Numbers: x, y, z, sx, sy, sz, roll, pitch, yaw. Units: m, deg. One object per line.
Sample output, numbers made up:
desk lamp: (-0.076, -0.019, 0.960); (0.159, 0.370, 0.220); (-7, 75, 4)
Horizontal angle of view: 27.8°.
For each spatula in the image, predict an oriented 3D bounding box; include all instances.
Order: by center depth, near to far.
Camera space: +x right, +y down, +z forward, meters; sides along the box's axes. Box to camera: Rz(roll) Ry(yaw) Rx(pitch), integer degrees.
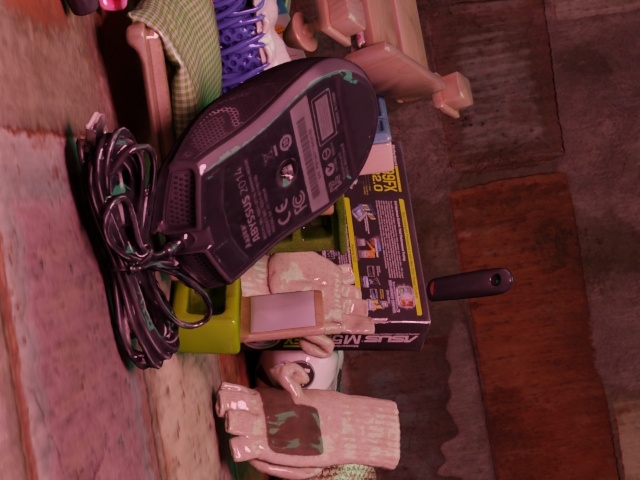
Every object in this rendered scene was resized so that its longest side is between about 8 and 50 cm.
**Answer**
spatula: (0.120, 0.062, 1.494); (0.296, 0.030, 0.084); (-14, -112, 57)

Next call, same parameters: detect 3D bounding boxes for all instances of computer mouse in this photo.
computer mouse: (-0.067, -0.051, 0.928); (0.272, 0.072, 0.188); (-36, 132, -35)

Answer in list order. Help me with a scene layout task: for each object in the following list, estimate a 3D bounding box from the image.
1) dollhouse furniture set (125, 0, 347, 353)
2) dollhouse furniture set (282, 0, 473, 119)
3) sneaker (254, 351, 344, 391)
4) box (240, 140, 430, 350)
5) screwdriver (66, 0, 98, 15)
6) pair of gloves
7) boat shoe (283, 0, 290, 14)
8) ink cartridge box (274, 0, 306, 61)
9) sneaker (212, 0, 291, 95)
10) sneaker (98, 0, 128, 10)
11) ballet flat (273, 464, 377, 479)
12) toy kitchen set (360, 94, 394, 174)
dollhouse furniture set: (-0.058, -0.082, 1.073); (0.197, 0.151, 0.301); (-93, 179, -60)
dollhouse furniture set: (-0.002, -0.307, 1.466); (0.356, 0.174, 0.303); (24, 53, -53)
sneaker: (-0.033, 0.167, 1.604); (0.330, 0.123, 0.146); (57, 42, -84)
box: (0.000, 0.000, 1.477); (0.060, 0.216, 0.270); (103, -16, -51)
screwdriver: (-0.173, -0.223, 0.827); (0.024, 0.025, 0.169); (-93, 175, -58)
pair of gloves: (-0.024, 0.122, 1.299); (0.042, 0.204, 0.240); (-36, -122, 50)
boat shoe: (-0.101, -0.455, 1.841); (0.116, 0.123, 0.324); (47, 33, -80)
ink cartridge box: (-0.071, -0.208, 1.558); (0.061, 0.104, 0.181); (79, -7, -45)
sneaker: (-0.095, -0.209, 1.191); (0.182, 0.128, 0.315); (-90, 169, -82)
sneaker: (-0.157, -0.206, 0.928); (0.119, 0.047, 0.057); (69, 25, -70)
ballet flat: (0.028, 0.462, 1.648); (0.182, 0.164, 0.482); (-54, 134, -53)
toy kitchen set: (-0.033, -0.161, 1.415); (0.122, 0.207, 0.166); (-94, 177, -60)
